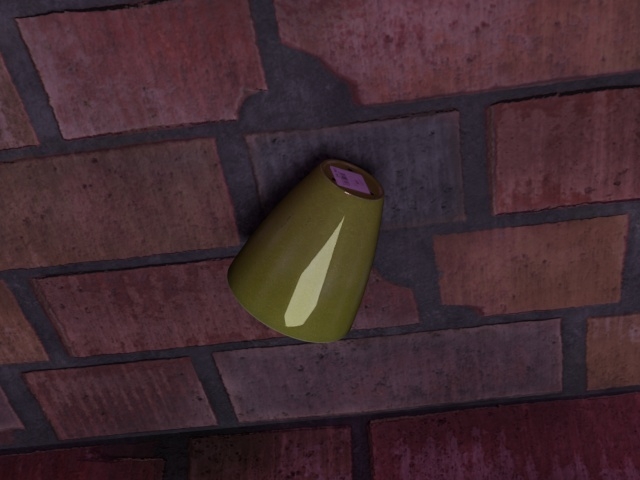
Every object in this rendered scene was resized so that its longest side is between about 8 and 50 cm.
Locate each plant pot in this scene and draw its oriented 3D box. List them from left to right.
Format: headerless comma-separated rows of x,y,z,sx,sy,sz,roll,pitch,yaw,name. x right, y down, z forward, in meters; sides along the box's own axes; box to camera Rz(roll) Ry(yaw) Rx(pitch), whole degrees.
0.000,0.000,2.252,0.274,0.275,0.293,17,119,-19,plant pot
